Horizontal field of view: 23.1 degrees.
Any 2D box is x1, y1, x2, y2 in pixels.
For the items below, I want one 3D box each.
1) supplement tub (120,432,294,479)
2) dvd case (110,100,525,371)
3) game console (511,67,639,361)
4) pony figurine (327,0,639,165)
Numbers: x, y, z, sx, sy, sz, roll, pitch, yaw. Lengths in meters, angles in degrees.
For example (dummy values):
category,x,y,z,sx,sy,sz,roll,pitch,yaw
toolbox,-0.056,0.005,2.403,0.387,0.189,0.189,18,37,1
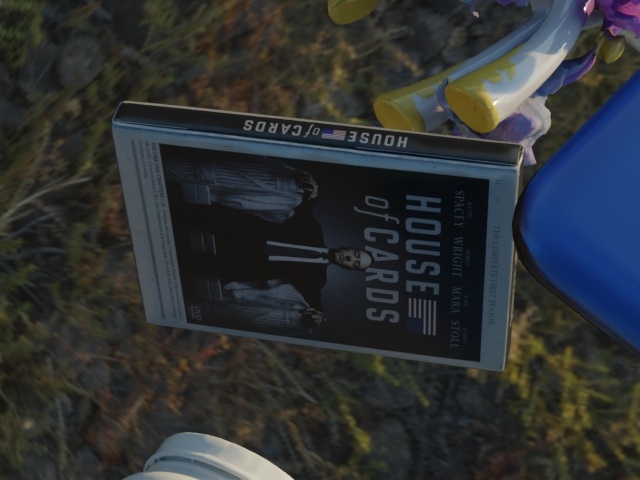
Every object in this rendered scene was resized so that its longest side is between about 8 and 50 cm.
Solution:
category,x,y,z,sx,sy,sz,roll,pitch,yaw
supplement tub,-0.154,0.379,1.533,0.241,0.241,0.331,41,56,-11
dvd case,0.000,0.000,0.955,0.238,0.179,0.030,7,47,10
game console,0.244,0.014,0.538,0.293,0.173,0.250,-43,129,-21
pony figurine,0.193,-0.208,1.175,0.363,0.303,0.351,-40,67,-23
